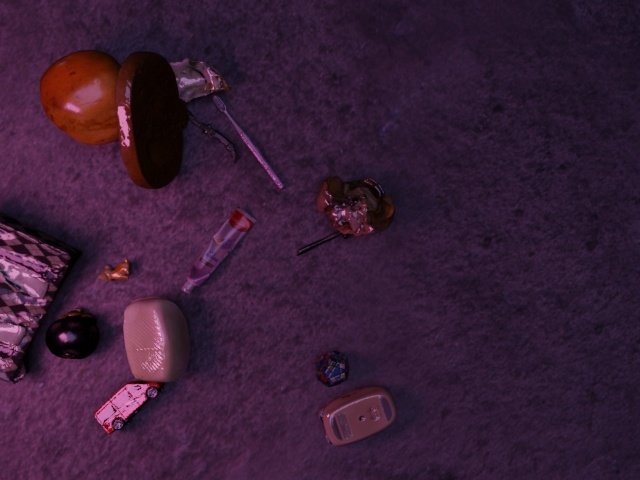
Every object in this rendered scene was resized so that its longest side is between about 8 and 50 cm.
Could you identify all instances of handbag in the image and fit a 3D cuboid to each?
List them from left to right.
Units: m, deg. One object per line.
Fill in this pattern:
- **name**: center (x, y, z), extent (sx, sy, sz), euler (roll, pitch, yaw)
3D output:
- **handbag**: center (-0.864, 0.152, 1.423), extent (0.317, 0.180, 0.416), euler (28, 89, -11)

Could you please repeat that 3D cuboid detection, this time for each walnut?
- **walnut**: center (0.104, -0.102, 1.623), extent (0.238, 0.141, 0.204), euler (34, 45, 1)

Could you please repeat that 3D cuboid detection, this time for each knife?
- **knife**: center (-0.328, -0.328, 1.617), extent (0.222, 0.021, 0.045), euler (44, 83, -6)

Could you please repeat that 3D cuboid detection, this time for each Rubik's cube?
- **Rubik's cube**: center (0.036, 0.390, 1.610), extent (0.111, 0.111, 0.093), euler (-18, 66, -11)

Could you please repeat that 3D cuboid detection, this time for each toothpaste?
- **toothpaste**: center (-0.311, 0.034, 1.591), extent (0.075, 0.048, 0.301), euler (37, 79, -3)

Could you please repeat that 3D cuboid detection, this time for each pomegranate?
- **pomegranate**: center (-0.614, -0.388, 1.450), extent (0.265, 0.264, 0.264), euler (1, 87, -10)

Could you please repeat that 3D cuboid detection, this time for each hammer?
- **hammer**: center (0.000, 0.000, 1.663), extent (0.178, 0.021, 0.065), euler (-26, 92, -8)

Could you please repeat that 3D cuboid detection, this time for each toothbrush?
- **toothbrush**: center (-0.221, -0.302, 1.631), extent (0.024, 0.029, 0.354), euler (-36, 94, 3)

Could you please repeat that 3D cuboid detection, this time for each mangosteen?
- **mangosteen**: center (-0.687, 0.254, 1.478), extent (0.137, 0.137, 0.151), euler (1, 53, -10)

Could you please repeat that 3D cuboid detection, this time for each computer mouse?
- **computer mouse**: center (0.116, 0.533, 1.623), extent (0.237, 0.082, 0.145), euler (-21, 92, -9)

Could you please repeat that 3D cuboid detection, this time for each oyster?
- **oyster**: center (-0.387, -0.486, 1.596), extent (0.209, 0.072, 0.132), euler (-15, 97, 9)

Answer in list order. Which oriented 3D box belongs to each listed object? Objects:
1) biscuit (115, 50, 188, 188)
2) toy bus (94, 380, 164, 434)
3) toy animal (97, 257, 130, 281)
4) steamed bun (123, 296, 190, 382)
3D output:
- **biscuit**: center (-0.459, -0.330, 1.461), extent (0.063, 0.314, 0.367), euler (6, 115, 10)
- **toy bus**: center (-0.538, 0.455, 1.511), extent (0.195, 0.081, 0.089), euler (-43, 85, -9)
- **toy animal**: center (-0.594, 0.086, 1.530), extent (0.083, 0.060, 0.081), euler (4, 126, -11)
- **steamed bun**: center (-0.451, 0.275, 1.500), extent (0.170, 0.153, 0.238), euler (-8, 87, 28)
